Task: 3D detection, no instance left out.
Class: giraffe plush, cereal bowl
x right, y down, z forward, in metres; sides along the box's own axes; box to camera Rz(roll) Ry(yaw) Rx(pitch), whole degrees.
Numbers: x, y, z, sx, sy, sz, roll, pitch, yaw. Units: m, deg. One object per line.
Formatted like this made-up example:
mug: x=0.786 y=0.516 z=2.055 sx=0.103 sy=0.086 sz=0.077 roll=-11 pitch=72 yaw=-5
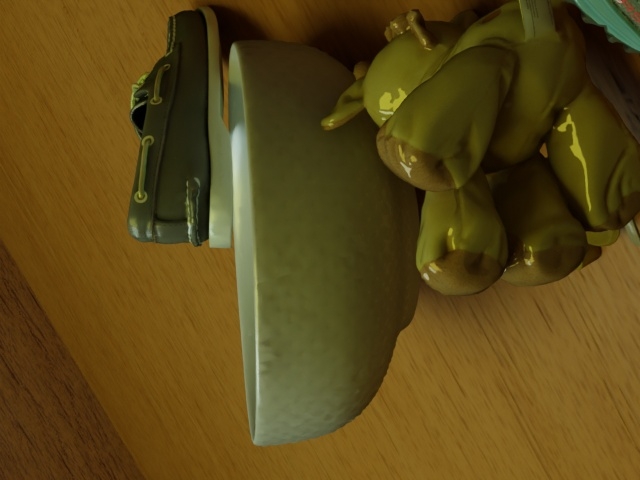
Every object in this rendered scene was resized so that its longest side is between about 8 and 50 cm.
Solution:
giraffe plush: x=0.089 y=-0.084 z=0.626 sx=0.170 sy=0.181 sz=0.210 roll=21 pitch=117 yaw=61
cereal bowl: x=0.000 y=0.000 z=0.820 sx=0.339 sy=0.141 sz=0.338 roll=177 pitch=90 yaw=-84

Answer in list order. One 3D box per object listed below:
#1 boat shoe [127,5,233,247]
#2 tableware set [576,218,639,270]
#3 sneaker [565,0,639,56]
boat shoe: x=-0.134 y=-0.117 z=0.905 sx=0.109 sy=0.091 sz=0.305 roll=96 pitch=169 yaw=-48
tableware set: x=0.223 y=0.004 z=0.654 sx=0.154 sy=0.024 sz=0.104 roll=2 pitch=124 yaw=58
sneaker: x=0.158 y=-0.205 z=0.448 sx=0.125 sy=0.104 sz=0.261 roll=-4 pitch=115 yaw=58
